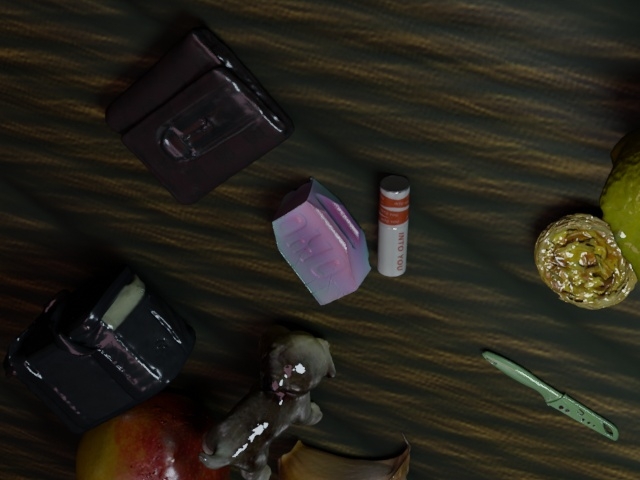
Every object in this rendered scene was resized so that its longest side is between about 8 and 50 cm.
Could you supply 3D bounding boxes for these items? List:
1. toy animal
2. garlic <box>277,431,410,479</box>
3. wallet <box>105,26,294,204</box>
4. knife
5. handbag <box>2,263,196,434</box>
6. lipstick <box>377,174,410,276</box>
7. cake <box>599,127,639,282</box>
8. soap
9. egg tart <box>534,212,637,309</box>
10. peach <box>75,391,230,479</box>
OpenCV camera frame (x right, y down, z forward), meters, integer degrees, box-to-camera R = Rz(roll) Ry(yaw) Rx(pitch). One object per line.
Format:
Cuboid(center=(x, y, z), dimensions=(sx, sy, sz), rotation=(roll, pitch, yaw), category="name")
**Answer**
Cuboid(center=(-0.075, 0.225, 1.989), dimensions=(0.121, 0.233, 0.168), rotation=(37, 173, 15), category="toy animal")
Cuboid(center=(0.043, 0.361, 2.065), dimensions=(0.207, 0.128, 0.115), rotation=(-6, 143, 23), category="garlic")
Cuboid(center=(-0.164, -0.153, 1.847), dimensions=(0.182, 0.049, 0.229), rotation=(47, 133, -12), category="wallet")
Cuboid(center=(0.297, 0.201, 1.865), dimensions=(0.207, 0.014, 0.030), rotation=(31, 130, 5), category="knife")
Cuboid(center=(-0.317, 0.145, 2.055), dimensions=(0.254, 0.181, 0.181), rotation=(-28, 113, 38), category="handbag")
Cuboid(center=(0.091, -0.017, 1.807), dimensions=(0.038, 0.038, 0.130), rotation=(14, 128, 20), category="lipstick")
Cuboid(center=(0.416, -0.018, 1.539), dimensions=(0.156, 0.179, 0.260), rotation=(-21, 107, 36), category="cake")
Cuboid(center=(0.000, 0.000, 1.859), dimensions=(0.100, 0.056, 0.149), rotation=(-26, 107, 36), category="soap")
Cuboid(center=(0.320, 0.019, 1.703), dimensions=(0.129, 0.049, 0.128), rotation=(11, 121, 20), category="egg tart")
Cuboid(center=(-0.247, 0.336, 2.132), dimensions=(0.231, 0.231, 0.231), rotation=(14, 128, 20), category="peach")
